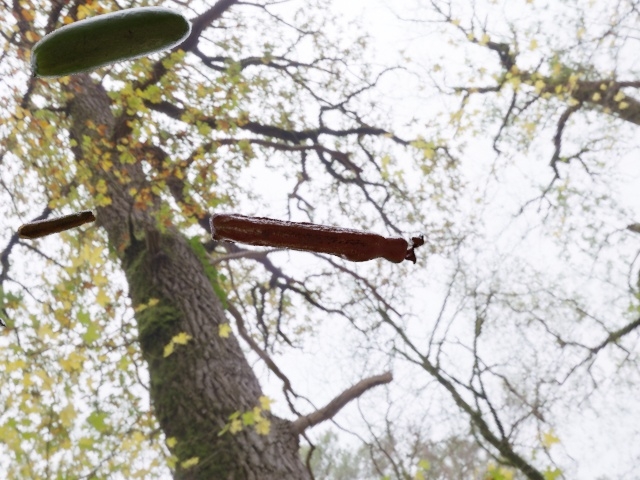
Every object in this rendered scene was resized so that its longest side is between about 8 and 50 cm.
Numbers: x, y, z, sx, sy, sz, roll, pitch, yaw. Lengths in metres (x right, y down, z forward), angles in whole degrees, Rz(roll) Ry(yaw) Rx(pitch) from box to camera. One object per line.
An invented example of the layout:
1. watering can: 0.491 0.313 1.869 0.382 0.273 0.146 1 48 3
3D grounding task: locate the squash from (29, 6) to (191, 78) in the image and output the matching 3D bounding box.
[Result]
1. squash: -0.344 -0.338 1.079 0.292 0.082 0.082 -27 -48 -32

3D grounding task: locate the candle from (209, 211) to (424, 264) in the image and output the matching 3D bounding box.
1. candle: 0.000 0.000 0.951 0.329 0.051 0.048 7 -38 -19

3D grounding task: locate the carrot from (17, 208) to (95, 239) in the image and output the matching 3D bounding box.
1. carrot: -0.581 -0.036 1.425 0.170 0.042 0.042 -15 -51 -6

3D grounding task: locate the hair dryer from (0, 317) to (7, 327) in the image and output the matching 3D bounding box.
1. hair dryer: -0.717 0.136 1.221 0.235 0.091 0.271 -51 -46 -1
